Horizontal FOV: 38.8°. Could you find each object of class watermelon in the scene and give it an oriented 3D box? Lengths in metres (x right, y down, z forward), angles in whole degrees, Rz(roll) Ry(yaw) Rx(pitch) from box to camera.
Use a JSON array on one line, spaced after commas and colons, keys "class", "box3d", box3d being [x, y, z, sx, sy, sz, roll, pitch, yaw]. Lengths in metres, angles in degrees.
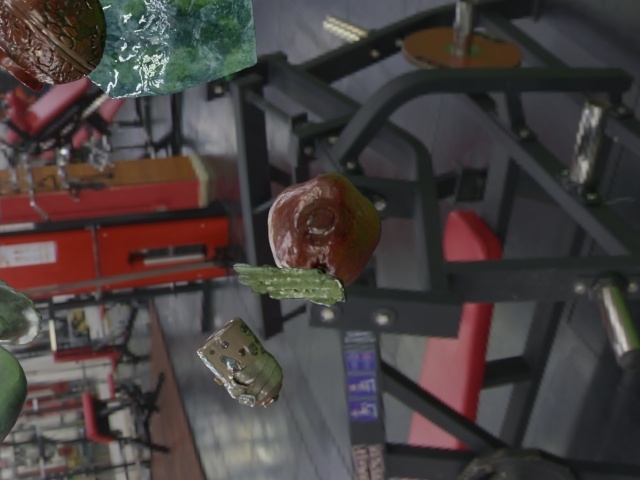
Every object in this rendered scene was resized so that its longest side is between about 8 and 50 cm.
[{"class": "watermelon", "box3d": [-0.238, -0.345, 1.146, 0.387, 0.228, 0.258, 47, -165, -9]}]

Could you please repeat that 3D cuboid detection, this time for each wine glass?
[{"class": "wine glass", "box3d": [-0.661, 0.248, 1.705, 0.323, 0.238, 0.238, -89, 6, -51]}]

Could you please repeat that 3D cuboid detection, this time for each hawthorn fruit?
[{"class": "hawthorn fruit", "box3d": [0.000, 0.000, 1.720, 0.260, 0.224, 0.224, -76, -3, -50]}]

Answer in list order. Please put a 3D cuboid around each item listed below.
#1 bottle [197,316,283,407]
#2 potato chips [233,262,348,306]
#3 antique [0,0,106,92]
[{"class": "bottle", "box3d": [-0.118, 0.206, 1.450, 0.152, 0.099, 0.099, 53, 161, -4]}, {"class": "potato chips", "box3d": [-0.044, 0.072, 1.422, 0.208, 0.028, 0.092, 1, 137, 33]}, {"class": "antique", "box3d": [-0.231, -0.181, 0.777, 0.104, 0.104, 0.104, 174, 90, -72]}]
